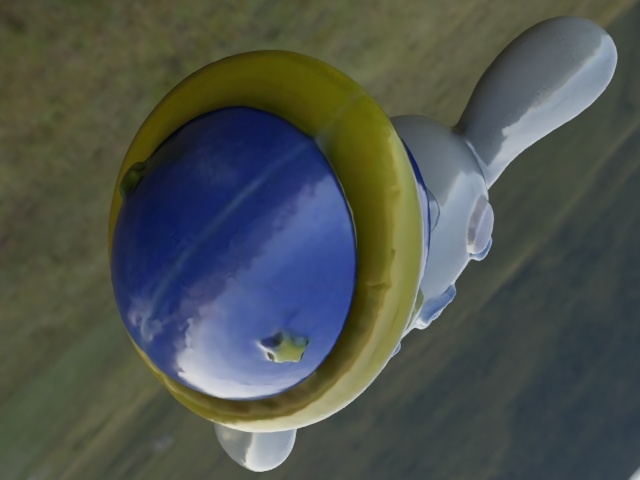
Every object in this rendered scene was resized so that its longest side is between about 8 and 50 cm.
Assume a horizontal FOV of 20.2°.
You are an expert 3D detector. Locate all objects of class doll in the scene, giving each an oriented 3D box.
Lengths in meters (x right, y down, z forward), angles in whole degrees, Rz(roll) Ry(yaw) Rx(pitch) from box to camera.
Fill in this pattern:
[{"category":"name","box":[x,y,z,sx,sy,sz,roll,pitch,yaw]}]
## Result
[{"category":"doll","box":[-0.023,0.012,0.888,0.242,0.159,0.311,-43,168,-52]}]
